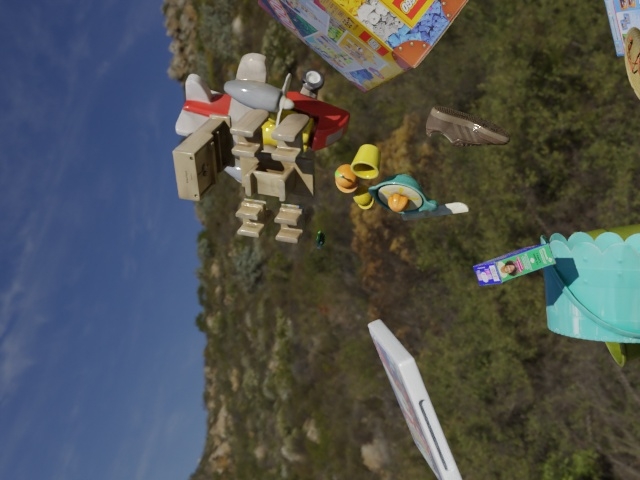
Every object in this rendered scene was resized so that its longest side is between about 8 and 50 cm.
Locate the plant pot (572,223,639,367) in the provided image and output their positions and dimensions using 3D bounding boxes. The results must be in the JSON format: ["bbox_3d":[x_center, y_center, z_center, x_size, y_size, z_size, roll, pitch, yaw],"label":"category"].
[{"bbox_3d":[0.881,0.099,1.921,0.366,0.353,0.366,-18,-90,-79],"label":"plant pot"}]

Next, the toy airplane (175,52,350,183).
[{"bbox_3d":[-0.165,-0.273,1.851,0.386,0.384,0.272,27,-133,-48],"label":"toy airplane"}]

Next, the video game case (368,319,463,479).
[{"bbox_3d":[0.115,0.202,0.915,0.023,0.183,0.201,-23,8,-3],"label":"video game case"}]

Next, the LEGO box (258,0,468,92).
[{"bbox_3d":[0.070,-0.548,1.717,0.193,0.372,0.500,-52,9,-1],"label":"LEGO box"}]

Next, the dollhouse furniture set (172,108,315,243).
[{"bbox_3d":[-0.120,-0.140,1.375,0.161,0.242,0.212,-59,-27,-52],"label":"dollhouse furniture set"}]

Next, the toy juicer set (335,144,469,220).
[{"bbox_3d":[0.177,-0.099,1.864,0.209,0.329,0.089,-28,39,54],"label":"toy juicer set"}]

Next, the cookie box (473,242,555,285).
[{"bbox_3d":[0.333,0.042,1.296,0.107,0.040,0.092,-19,-2,-13],"label":"cookie box"}]

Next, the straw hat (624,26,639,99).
[{"bbox_3d":[0.596,-0.322,1.340,0.144,0.061,0.144,-11,-90,-83],"label":"straw hat"}]

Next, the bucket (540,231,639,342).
[{"bbox_3d":[0.560,0.083,1.435,0.281,0.281,0.183,-29,-62,-80],"label":"bucket"}]

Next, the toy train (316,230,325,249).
[{"bbox_3d":[0.000,0.000,1.552,0.083,0.017,0.023,-85,18,-76],"label":"toy train"}]

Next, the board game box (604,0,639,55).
[{"bbox_3d":[0.782,-0.540,1.849,0.211,0.039,0.160,-119,10,-76],"label":"board game box"}]

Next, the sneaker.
[{"bbox_3d":[0.329,-0.242,1.687,0.066,0.188,0.071,-66,-4,-58],"label":"sneaker"}]
